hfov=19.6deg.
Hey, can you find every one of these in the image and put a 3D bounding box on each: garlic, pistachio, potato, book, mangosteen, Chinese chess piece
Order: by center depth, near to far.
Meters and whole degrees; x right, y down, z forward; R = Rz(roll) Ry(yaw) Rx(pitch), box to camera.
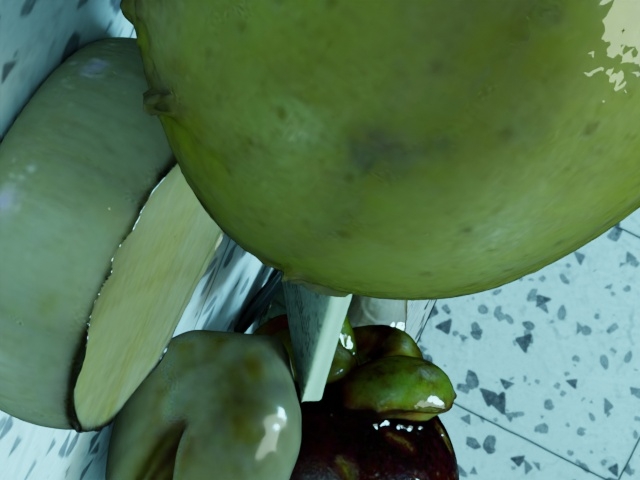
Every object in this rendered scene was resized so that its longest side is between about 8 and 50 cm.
[{"bbox_3d":[0.042,-0.143,1.036,0.319,0.385,0.442,-57,171,27],"label":"potato"},{"bbox_3d":[-0.139,-0.003,1.180,0.257,0.104,0.257,-60,171,-17],"label":"Chinese chess piece"},{"bbox_3d":[0.010,-0.075,1.608,0.379,0.031,0.264,105,-19,-45],"label":"book"},{"bbox_3d":[-0.102,0.195,1.689,0.197,0.166,0.288,-37,152,-42],"label":"pistachio"},{"bbox_3d":[0.000,0.215,1.911,0.307,0.307,0.347,-31,136,-73],"label":"mangosteen"},{"bbox_3d":[0.049,0.125,2.090,0.101,0.087,0.195,-64,171,-48],"label":"garlic"}]

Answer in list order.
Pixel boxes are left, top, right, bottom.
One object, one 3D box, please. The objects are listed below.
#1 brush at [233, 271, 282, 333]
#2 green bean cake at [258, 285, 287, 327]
[{"bbox_3d":[-0.032,0.025,2.001,0.193,0.016,0.063,-51,175,2],"label":"brush"},{"bbox_3d":[0.000,0.067,2.139,0.185,0.094,0.183,-54,167,-44],"label":"green bean cake"}]
